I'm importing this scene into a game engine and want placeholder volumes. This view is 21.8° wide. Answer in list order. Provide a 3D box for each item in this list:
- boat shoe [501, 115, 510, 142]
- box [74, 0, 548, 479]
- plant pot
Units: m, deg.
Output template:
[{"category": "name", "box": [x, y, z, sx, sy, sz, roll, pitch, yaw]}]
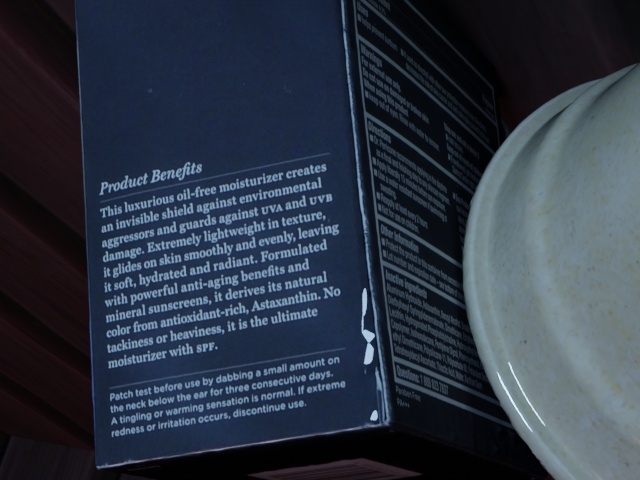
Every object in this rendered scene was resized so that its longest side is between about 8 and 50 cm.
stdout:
[{"category": "boat shoe", "box": [0.059, -0.084, 1.218, 0.183, 0.066, 0.066, 18, 168, 26]}, {"category": "box", "box": [0.000, 0.000, 1.016, 0.183, 0.294, 0.296, -11, 163, 21]}, {"category": "plant pot", "box": [0.285, -0.024, 0.876, 0.334, 0.333, 0.305, 20, 149, -8]}]
